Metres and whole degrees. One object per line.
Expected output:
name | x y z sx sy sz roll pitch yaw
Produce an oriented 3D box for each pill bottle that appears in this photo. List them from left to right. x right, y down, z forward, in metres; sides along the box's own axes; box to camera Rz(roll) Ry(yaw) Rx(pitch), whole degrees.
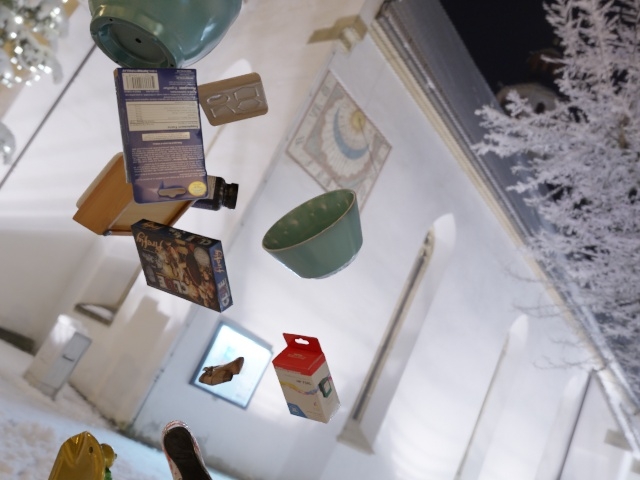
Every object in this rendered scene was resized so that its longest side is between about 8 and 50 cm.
pill bottle | -0.396 -0.166 2.028 0.220 0.122 0.123 9 -14 -12

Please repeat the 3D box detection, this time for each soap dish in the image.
soap dish | -0.466 -0.109 1.554 0.118 0.229 0.291 52 20 17

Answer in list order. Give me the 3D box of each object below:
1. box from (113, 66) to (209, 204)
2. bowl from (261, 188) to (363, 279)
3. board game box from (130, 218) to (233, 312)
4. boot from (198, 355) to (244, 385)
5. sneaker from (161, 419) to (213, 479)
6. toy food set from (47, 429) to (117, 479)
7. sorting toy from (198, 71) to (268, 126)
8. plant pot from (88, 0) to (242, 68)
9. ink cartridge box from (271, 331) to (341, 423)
box | -0.269 -0.178 1.009 0.137 0.225 0.037 -8 6 -30
bowl | 0.000 0.000 1.723 0.312 0.311 0.163 2 -53 54
board game box | -0.309 0.054 1.310 0.243 0.042 0.164 14 -55 32
boot | -0.249 0.323 1.476 0.087 0.042 0.118 -3 15 17
sneaker | -0.318 0.568 1.440 0.269 0.090 0.145 71 -18 0
toy food set | -0.412 0.438 1.030 0.128 0.217 0.071 24 2 34
sorting toy | -0.261 -0.423 1.761 0.193 0.038 0.208 -14 -18 -2
plant pot | -0.325 -0.442 1.145 0.293 0.196 0.293 16 -21 7
ink cartridge box | -0.044 0.368 1.588 0.134 0.078 0.230 1 -63 38
